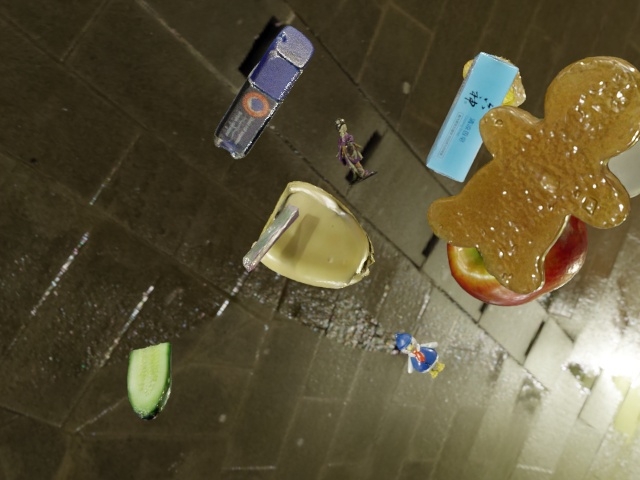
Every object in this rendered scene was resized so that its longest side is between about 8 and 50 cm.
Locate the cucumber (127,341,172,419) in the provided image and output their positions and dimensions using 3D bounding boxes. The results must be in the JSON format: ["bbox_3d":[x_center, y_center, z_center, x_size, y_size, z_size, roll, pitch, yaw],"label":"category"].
[{"bbox_3d":[-0.405,0.346,1.537,0.115,0.244,0.063,-20,120,2],"label":"cucumber"}]

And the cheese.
[{"bbox_3d":[0.000,0.000,1.716,0.315,0.128,0.260,26,81,-4],"label":"cheese"}]

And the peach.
[{"bbox_3d":[0.400,0.002,1.257,0.274,0.245,0.249,-20,110,-39],"label":"peach"}]

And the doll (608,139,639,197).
[{"bbox_3d":[0.667,-0.205,1.252,0.215,0.370,0.226,56,37,-37],"label":"doll"}]

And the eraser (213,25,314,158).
[{"bbox_3d":[-0.138,-0.348,1.530,0.101,0.332,0.155,34,43,-11],"label":"eraser"}]

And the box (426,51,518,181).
[{"bbox_3d":[0.289,-0.239,1.243,0.142,0.083,0.232,-56,169,-75],"label":"box"}]

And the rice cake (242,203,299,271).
[{"bbox_3d":[-0.122,-0.008,1.565,0.207,0.036,0.047,-51,151,-24],"label":"rice cake"}]

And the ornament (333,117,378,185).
[{"bbox_3d":[0.088,-0.265,1.888,0.088,0.081,0.203,-27,104,-11],"label":"ornament"}]

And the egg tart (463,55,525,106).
[{"bbox_3d":[0.481,-0.440,1.744,0.191,0.191,0.074,38,80,-41],"label":"egg tart"}]

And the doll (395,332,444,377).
[{"bbox_3d":[0.229,0.265,1.507,0.143,0.057,0.099,43,97,-10],"label":"doll"}]

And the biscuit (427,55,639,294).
[{"bbox_3d":[0.261,-0.076,0.744,0.049,0.197,0.301,-31,156,-47],"label":"biscuit"}]
